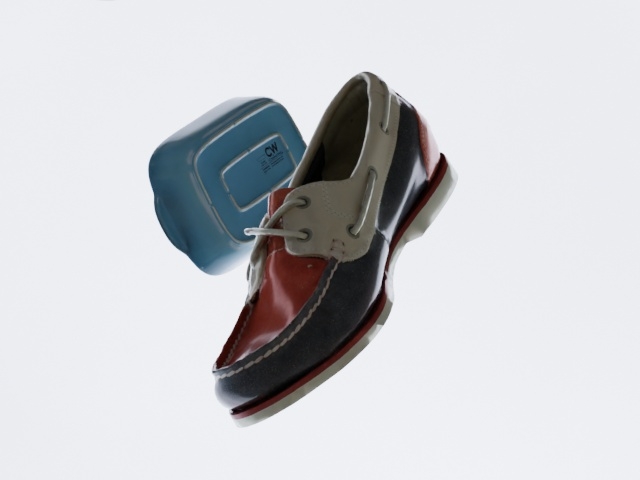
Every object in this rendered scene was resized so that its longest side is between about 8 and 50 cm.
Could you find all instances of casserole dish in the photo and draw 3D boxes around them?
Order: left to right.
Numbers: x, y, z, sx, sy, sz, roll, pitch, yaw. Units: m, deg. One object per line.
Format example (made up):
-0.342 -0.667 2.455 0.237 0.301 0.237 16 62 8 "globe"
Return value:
-0.059 -0.049 1.323 0.037 0.188 0.114 -21 -79 36 "casserole dish"

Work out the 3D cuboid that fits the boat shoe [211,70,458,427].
0.000 0.000 0.492 0.049 0.137 0.043 -19 -66 36 "boat shoe"
